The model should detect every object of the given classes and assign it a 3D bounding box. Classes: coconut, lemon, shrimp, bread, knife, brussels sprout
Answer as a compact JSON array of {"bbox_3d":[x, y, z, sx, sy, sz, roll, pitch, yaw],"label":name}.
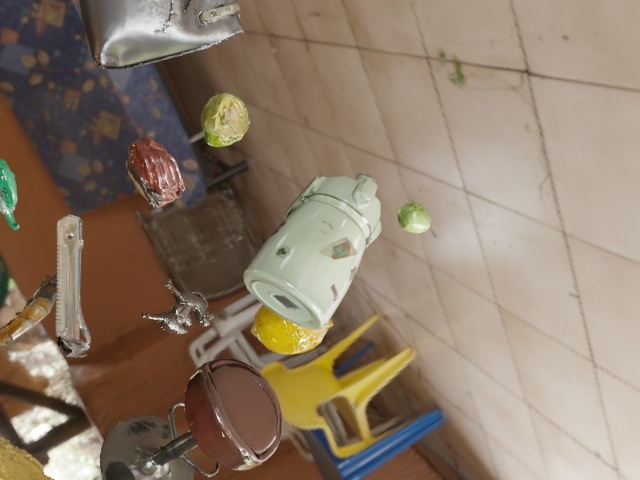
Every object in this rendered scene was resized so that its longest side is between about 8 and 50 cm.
[{"bbox_3d":[0.246,-0.062,1.990,0.096,0.087,0.088,21,177,-17],"label":"coconut"},{"bbox_3d":[-0.088,0.246,2.209,0.188,0.257,0.188,-7,-90,-76],"label":"lemon"},{"bbox_3d":[-0.762,0.188,1.909,0.054,0.222,0.290,54,-157,-21],"label":"shrimp"},{"bbox_3d":[-0.509,0.434,1.214,0.245,0.121,0.174,58,-177,-19],"label":"bread"},{"bbox_3d":[-0.626,0.115,1.875,0.043,0.089,0.365,6,99,39],"label":"knife"},{"bbox_3d":[-0.293,-0.353,2.192,0.122,0.151,0.149,-5,106,33],"label":"brussels sprout"}]

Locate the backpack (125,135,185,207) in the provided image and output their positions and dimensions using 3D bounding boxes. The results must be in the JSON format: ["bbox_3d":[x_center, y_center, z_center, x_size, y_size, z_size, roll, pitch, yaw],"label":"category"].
[{"bbox_3d":[-0.529,-0.225,2.368,0.229,0.139,0.229,48,155,32],"label":"backpack"}]

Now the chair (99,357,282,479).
[{"bbox_3d":[-0.235,0.378,1.453,0.401,0.227,0.226,-37,80,36],"label":"chair"}]

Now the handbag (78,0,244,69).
[{"bbox_3d":[-0.288,-0.486,1.340,0.152,0.288,0.342,-104,12,-57],"label":"handbag"}]

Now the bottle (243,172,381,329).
[{"bbox_3d":[0.000,0.000,1.650,0.229,0.351,0.229,26,156,13],"label":"bottle"}]

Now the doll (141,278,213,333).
[{"bbox_3d":[-0.361,0.184,1.941,0.165,0.139,0.057,38,154,-20],"label":"doll"}]

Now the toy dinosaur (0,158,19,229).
[{"bbox_3d":[-0.569,-0.082,1.341,0.096,0.059,0.132,8,116,45],"label":"toy dinosaur"}]
